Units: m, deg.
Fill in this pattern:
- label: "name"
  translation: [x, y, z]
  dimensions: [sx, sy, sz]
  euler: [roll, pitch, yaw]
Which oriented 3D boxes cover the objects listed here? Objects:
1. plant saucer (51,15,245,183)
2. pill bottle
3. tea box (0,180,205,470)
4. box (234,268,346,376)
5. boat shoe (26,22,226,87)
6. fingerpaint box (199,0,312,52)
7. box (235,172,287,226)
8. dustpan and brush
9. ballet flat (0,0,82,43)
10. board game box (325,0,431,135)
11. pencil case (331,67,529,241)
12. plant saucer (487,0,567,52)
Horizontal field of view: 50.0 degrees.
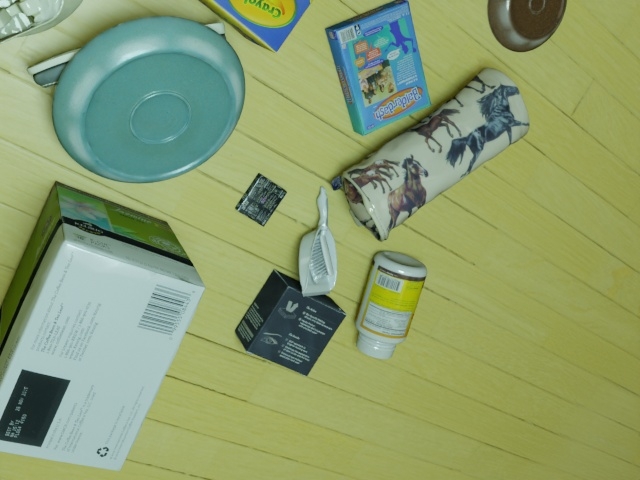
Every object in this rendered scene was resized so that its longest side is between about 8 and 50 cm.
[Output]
- label: "plant saucer"
  translation: [-0.262, -0.206, 1.106]
  dimensions: [0.318, 0.043, 0.317]
  euler: [-20, 142, -16]
- label: "pill bottle"
  translation: [0.144, 0.139, 1.466]
  dimensions: [0.117, 0.117, 0.214]
  euler: [8, 107, -27]
- label: "tea box"
  translation: [-0.376, 0.124, 1.097]
  dimensions: [0.220, 0.323, 0.328]
  euler: [22, 101, -29]
- label: "box"
  translation: [-0.061, 0.168, 1.397]
  dimensions: [0.156, 0.093, 0.158]
  euler: [29, 97, -31]
- label: "boat shoe"
  translation: [-0.295, -0.276, 1.100]
  dimensions: [0.320, 0.116, 0.099]
  euler: [-19, 113, -23]
- label: "fingerpaint box"
  translation: [-0.146, -0.563, 1.001]
  dimensions: [0.445, 0.163, 0.371]
  euler: [33, 97, -36]
- label: "box"
  translation: [-0.114, -0.077, 1.318]
  dimensions: [0.067, 0.018, 0.083]
  euler: [31, 95, -31]
- label: "dustpan and brush"
  translation: [0.000, 0.000, 1.365]
  dimensions: [0.060, 0.147, 0.211]
  euler: [-13, 83, 22]
- label: "ballet flat"
  translation: [-0.457, -0.335, 1.019]
  dimensions: [0.249, 0.086, 0.086]
  euler: [-32, 120, -11]
- label: "board game box"
  translation: [0.113, -0.327, 1.306]
  dimensions: [0.160, 0.047, 0.210]
  euler: [-26, 118, -15]
- label: "pencil case"
  translation: [0.225, -0.171, 1.353]
  dimensions: [0.410, 0.183, 0.159]
  euler: [-37, 102, -9]
- label: "plant saucer"
  translation: [0.433, -0.484, 1.400]
  dimensions: [0.199, 0.036, 0.198]
  euler: [-9, 113, -22]
